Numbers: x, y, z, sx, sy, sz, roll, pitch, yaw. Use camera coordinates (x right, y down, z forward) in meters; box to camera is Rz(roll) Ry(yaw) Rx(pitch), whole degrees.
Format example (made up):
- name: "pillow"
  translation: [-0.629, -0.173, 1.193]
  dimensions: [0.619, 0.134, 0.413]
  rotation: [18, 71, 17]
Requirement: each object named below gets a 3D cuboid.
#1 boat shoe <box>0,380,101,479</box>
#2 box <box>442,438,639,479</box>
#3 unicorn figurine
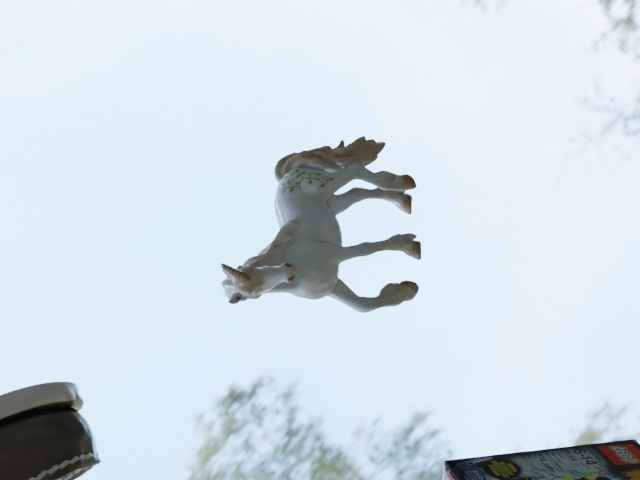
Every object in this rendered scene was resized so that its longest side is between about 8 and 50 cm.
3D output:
- name: "boat shoe"
  translation: [-0.210, 0.157, 0.808]
  dimensions: [0.097, 0.116, 0.324]
  rotation: [54, -144, 8]
- name: "box"
  translation: [0.117, 0.128, 0.718]
  dimensions: [0.094, 0.027, 0.137]
  rotation: [-4, -156, -19]
- name: "unicorn figurine"
  translation: [0.000, 0.000, 0.989]
  dimensions: [0.111, 0.060, 0.162]
  rotation: [1, -151, -3]
